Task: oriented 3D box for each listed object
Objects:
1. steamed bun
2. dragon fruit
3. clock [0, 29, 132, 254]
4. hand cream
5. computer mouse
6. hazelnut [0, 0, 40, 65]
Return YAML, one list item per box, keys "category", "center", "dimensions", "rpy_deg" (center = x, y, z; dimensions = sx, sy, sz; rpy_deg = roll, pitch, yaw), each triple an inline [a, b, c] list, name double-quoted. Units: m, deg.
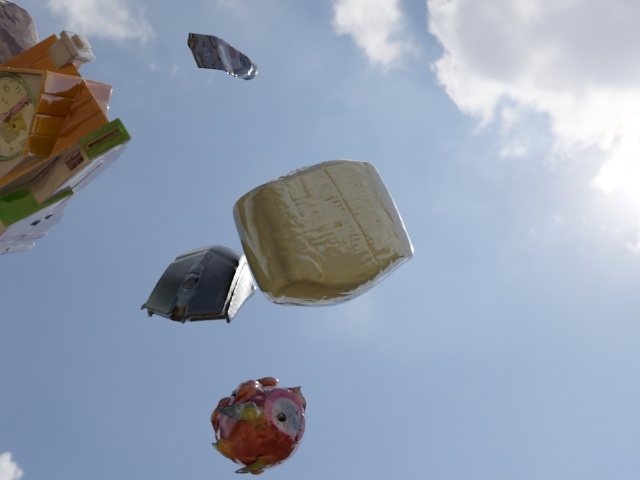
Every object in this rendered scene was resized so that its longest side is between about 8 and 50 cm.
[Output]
- category: "steamed bun"
  center: [0.000, 0.000, 1.037]
  dimensions: [0.250, 0.200, 0.155]
  rpy_deg: [-15, -16, -31]
- category: "dragon fruit"
  center: [-0.148, 0.428, 1.660]
  dimensions: [0.227, 0.224, 0.224]
  rpy_deg: [-31, -57, 28]
- category: "clock"
  center: [-0.437, -0.159, 1.065]
  dimensions: [0.309, 0.166, 0.235]
  rpy_deg: [-35, -97, 17]
- category: "hand cream"
  center: [-0.155, -0.293, 1.165]
  dimensions: [0.039, 0.163, 0.062]
  rpy_deg: [-16, -96, 24]
- category: "computer mouse"
  center: [-0.165, 0.054, 1.013]
  dimensions: [0.126, 0.231, 0.071]
  rpy_deg: [5, -72, 10]
- category: "hazelnut"
  center: [-0.656, -0.279, 1.266]
  dimensions: [0.372, 0.315, 0.372]
  rpy_deg: [-3, -77, -12]
